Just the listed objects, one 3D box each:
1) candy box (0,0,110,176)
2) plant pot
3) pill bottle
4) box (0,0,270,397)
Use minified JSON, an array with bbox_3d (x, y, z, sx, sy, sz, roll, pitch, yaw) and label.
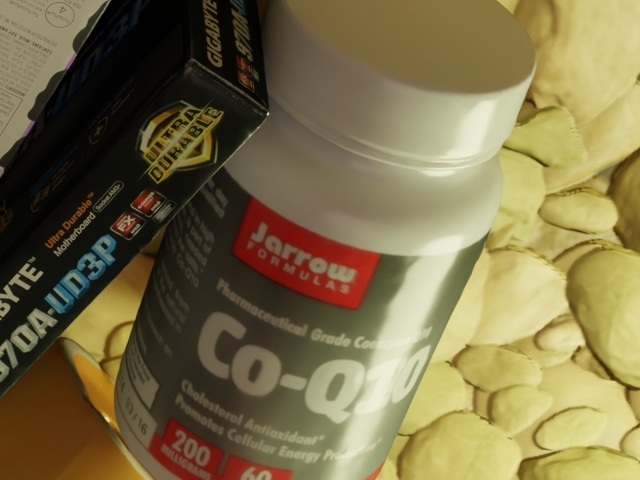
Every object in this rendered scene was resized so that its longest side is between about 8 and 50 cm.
[{"bbox_3d":[-0.170,-0.100,0.919,0.070,0.165,0.196,26,120,-20],"label":"candy box"},{"bbox_3d":[-0.187,0.160,1.103,0.188,0.205,0.205,-37,122,2],"label":"plant pot"},{"bbox_3d":[0.000,0.000,1.008,0.161,0.161,0.283,12,124,-13],"label":"pill bottle"},{"bbox_3d":[-0.115,-0.049,0.954,0.051,0.175,0.220,32,118,-26],"label":"box"}]
